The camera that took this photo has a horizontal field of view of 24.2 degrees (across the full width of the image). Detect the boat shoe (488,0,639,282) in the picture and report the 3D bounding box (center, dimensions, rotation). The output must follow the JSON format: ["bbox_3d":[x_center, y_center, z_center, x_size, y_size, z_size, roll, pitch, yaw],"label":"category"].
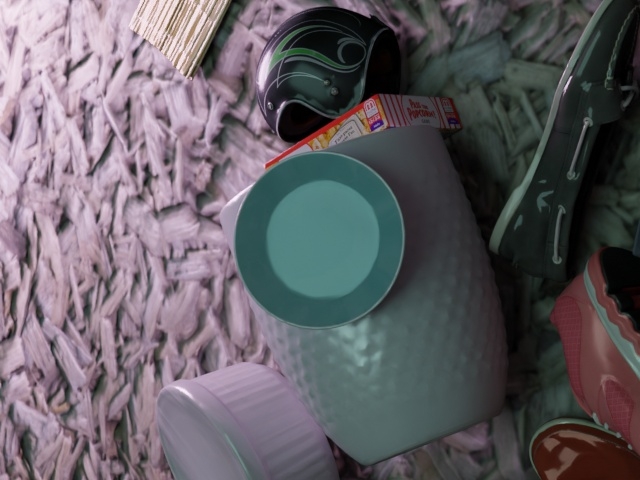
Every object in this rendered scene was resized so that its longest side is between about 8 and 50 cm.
[{"bbox_3d":[0.290,-0.107,1.616,0.095,0.112,0.335,30,117,17],"label":"boat shoe"}]

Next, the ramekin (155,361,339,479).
[{"bbox_3d":[-0.086,0.277,1.875,0.273,0.127,0.273,42,146,37],"label":"ramekin"}]

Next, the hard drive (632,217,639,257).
[{"bbox_3d":[0.431,-0.075,1.520,0.172,0.054,0.254,27,109,37],"label":"hard drive"}]

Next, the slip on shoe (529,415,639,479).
[{"bbox_3d":[0.340,0.310,1.583,0.331,0.101,0.123,47,122,31],"label":"slip on shoe"}]

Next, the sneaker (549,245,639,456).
[{"bbox_3d":[0.342,0.167,1.589,0.136,0.116,0.313,-44,57,44],"label":"sneaker"}]

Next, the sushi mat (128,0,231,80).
[{"bbox_3d":[-0.155,-0.387,2.035,0.151,0.019,0.316,45,118,31],"label":"sushi mat"}]

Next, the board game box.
[{"bbox_3d":[0.051,-0.111,1.785,0.193,0.147,0.045,-30,73,37],"label":"board game box"}]

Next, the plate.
[{"bbox_3d":[0.000,0.000,1.563,0.188,0.024,0.188,-1,86,16],"label":"plate"}]

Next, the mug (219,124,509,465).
[{"bbox_3d":[0.050,0.089,1.737,0.374,0.276,0.328,-39,69,60],"label":"mug"}]

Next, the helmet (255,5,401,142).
[{"bbox_3d":[0.003,-0.199,1.814,0.162,0.169,0.169,8,97,23],"label":"helmet"}]
